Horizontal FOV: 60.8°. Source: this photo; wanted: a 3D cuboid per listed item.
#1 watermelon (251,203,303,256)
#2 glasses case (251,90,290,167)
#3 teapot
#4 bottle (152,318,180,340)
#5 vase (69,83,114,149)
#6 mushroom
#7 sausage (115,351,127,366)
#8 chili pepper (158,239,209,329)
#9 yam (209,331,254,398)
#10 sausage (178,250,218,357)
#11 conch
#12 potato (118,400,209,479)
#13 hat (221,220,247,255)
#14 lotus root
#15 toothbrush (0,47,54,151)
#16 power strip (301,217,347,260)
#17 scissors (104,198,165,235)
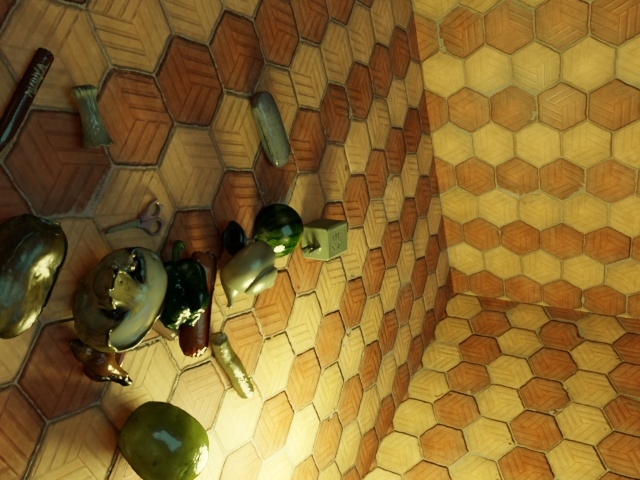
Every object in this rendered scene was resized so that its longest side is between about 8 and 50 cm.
[{"bbox_3d":[-0.142,-0.032,2.020,0.232,0.127,0.204,-6,104,-53],"label":"watermelon"},{"bbox_3d":[-0.174,-0.395,1.956,0.109,0.067,0.282,-55,137,-42],"label":"glasses case"},{"bbox_3d":[-0.215,0.098,1.871,0.149,0.220,0.318,50,25,5],"label":"teapot"},{"bbox_3d":[-0.469,0.245,1.603,0.140,0.053,0.053,57,49,-46],"label":"bottle"},{"bbox_3d":[-0.564,-0.303,1.333,0.081,0.081,0.149,-32,118,-52],"label":"vase"},{"bbox_3d":[-0.520,0.147,1.401,0.189,0.164,0.267,19,76,-62],"label":"mushroom"},{"bbox_3d":[-0.535,0.254,1.519,0.029,0.029,0.223,36,66,-55],"label":"sausage"},{"bbox_3d":[-0.413,0.116,1.564,0.165,0.174,0.261,-12,68,-23],"label":"chili pepper"},{"bbox_3d":[-0.306,0.437,1.891,0.071,0.067,0.317,-58,142,-42],"label":"yam"},{"bbox_3d":[-0.384,0.195,1.693,0.102,0.102,0.330,9,87,-59],"label":"sausage"},{"bbox_3d":[-0.571,0.326,1.420,0.086,0.080,0.233,-28,121,-16],"label":"conch"},{"bbox_3d":[-0.442,0.586,1.568,0.216,0.215,0.304,-58,143,-35],"label":"potato"},{"bbox_3d":[-0.301,-0.008,1.833,0.121,0.050,0.121,-2,93,-57],"label":"hat"},{"bbox_3d":[-0.657,0.070,1.173,0.160,0.152,0.275,41,67,-51],"label":"lotus root"},{"bbox_3d":[-0.674,-0.265,1.192,0.041,0.041,0.364,40,62,-54],"label":"toothbrush"},{"bbox_3d":[0.000,0.000,2.243,0.224,0.139,0.140,-23,115,-55],"label":"power strip"},{"bbox_3d":[-0.512,-0.048,1.510,0.212,0.021,0.110,-25,120,-55],"label":"scissors"}]
